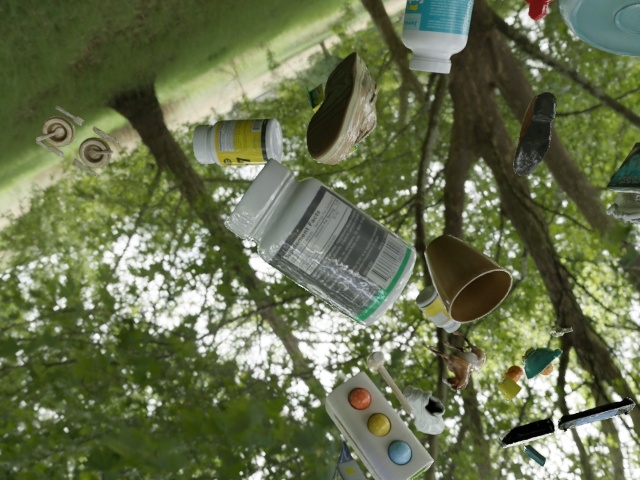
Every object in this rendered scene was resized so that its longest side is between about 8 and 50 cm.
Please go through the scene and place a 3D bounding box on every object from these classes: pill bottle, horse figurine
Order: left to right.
[{"bbox_3d":[-0.210,-0.249,1.476,0.208,0.119,0.119,0,-157,12],"label":"pill bottle"},{"bbox_3d":[0.000,0.000,1.198,0.204,0.361,0.204,-55,-174,8],"label":"pill bottle"},{"bbox_3d":[0.259,-0.509,1.271,0.146,0.264,0.146,5,-163,-2],"label":"pill bottle"},{"bbox_3d":[0.455,0.266,2.212,0.103,0.184,0.103,-39,-161,16],"label":"pill bottle"},{"bbox_3d":[0.427,0.357,1.758,0.263,0.066,0.174,-6,-147,-44],"label":"horse figurine"}]

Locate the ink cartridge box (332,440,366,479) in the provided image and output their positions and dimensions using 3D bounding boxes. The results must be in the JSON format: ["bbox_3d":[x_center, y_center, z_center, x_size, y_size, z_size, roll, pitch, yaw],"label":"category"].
[{"bbox_3d":[0.046,0.664,1.275,0.072,0.304,0.307,7,-164,-25],"label":"ink cartridge box"}]

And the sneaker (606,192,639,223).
[{"bbox_3d":[0.939,-0.110,1.724,0.110,0.118,0.292,18,-167,8],"label":"sneaker"}]

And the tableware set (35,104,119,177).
[{"bbox_3d":[-0.670,-0.267,1.583,0.128,0.194,0.039,-55,-162,11],"label":"tableware set"}]

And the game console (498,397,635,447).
[{"bbox_3d":[0.654,0.486,1.539,0.361,0.044,0.213,-19,155,7],"label":"game console"}]

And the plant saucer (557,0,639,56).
[{"bbox_3d":[0.602,-0.424,1.067,0.317,0.317,0.044,1,-107,59],"label":"plant saucer"}]

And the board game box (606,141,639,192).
[{"bbox_3d":[0.714,-0.163,1.267,0.126,0.026,0.186,-58,-177,5],"label":"board game box"}]

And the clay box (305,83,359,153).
[{"bbox_3d":[0.035,-0.382,1.765,0.053,0.222,0.128,-30,-145,17],"label":"clay box"}]

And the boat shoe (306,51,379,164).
[{"bbox_3d":[0.063,-0.247,1.123,0.121,0.110,0.341,-32,-151,36],"label":"boat shoe"}]

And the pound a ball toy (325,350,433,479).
[{"bbox_3d":[0.159,0.436,1.449,0.208,0.136,0.319,-28,-121,-20],"label":"pound a ball toy"}]

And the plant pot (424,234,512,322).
[{"bbox_3d":[0.462,0.102,1.926,0.237,0.237,0.254,-29,-131,-4],"label":"plant pot"}]

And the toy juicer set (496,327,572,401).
[{"bbox_3d":[0.748,0.405,1.956,0.329,0.089,0.209,-50,165,19],"label":"toy juicer set"}]

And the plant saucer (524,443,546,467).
[{"bbox_3d":[0.608,0.608,1.633,0.067,0.192,0.018,37,-97,29],"label":"plant saucer"}]

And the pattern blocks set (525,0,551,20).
[{"bbox_3d":[0.468,-0.672,1.232,0.026,0.325,0.285,-4,-137,-30],"label":"pattern blocks set"}]

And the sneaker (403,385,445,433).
[{"bbox_3d":[0.359,0.564,1.874,0.115,0.232,0.090,-3,-133,43],"label":"sneaker"}]

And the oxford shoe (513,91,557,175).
[{"bbox_3d":[0.539,-0.267,1.471,0.076,0.213,0.076,16,-172,-7],"label":"oxford shoe"}]
